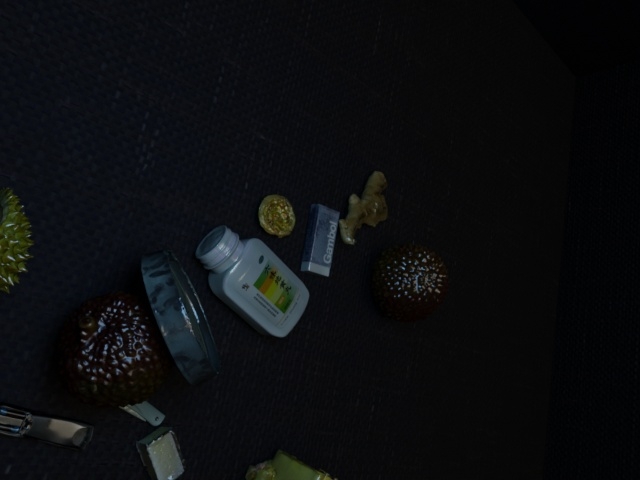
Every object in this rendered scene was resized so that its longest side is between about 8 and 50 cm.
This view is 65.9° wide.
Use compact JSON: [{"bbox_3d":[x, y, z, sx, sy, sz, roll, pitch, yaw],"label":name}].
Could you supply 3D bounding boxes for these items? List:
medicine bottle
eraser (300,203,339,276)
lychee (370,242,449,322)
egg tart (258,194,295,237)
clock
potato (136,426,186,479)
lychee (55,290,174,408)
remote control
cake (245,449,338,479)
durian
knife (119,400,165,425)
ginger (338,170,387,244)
[{"bbox_3d":[-0.181,0.105,1.311,0.324,0.124,0.179,48,59,-27],"label":"medicine bottle"},{"bbox_3d":[0.000,0.000,1.523,0.091,0.046,0.213,19,75,-39],"label":"eraser"},{"bbox_3d":[0.302,0.141,1.645,0.267,0.267,0.268,3,85,-41],"label":"lychee"},{"bbox_3d":[-0.130,-0.069,1.415,0.128,0.049,0.129,9,76,-39],"label":"egg tart"},{"bbox_3d":[-0.302,0.165,1.085,0.061,0.312,0.313,-22,104,-9],"label":"clock"},{"bbox_3d":[-0.373,0.508,1.156,0.086,0.061,0.122,-23,104,-40],"label":"potato"},{"bbox_3d":[-0.419,0.234,1.032,0.236,0.235,0.271,-58,144,-27],"label":"lychee"},{"bbox_3d":[-0.573,0.382,1.011,0.212,0.028,0.059,32,66,-35],"label":"remote control"},{"bbox_3d":[-0.062,0.705,1.304,0.286,0.227,0.223,49,59,-28],"label":"cake"},{"bbox_3d":[-0.646,0.039,0.896,0.166,0.172,0.306,39,69,-6],"label":"durian"},{"bbox_3d":[-0.429,0.380,1.139,0.162,0.023,0.044,50,56,-27],"label":"knife"},{"bbox_3d":[0.147,-0.099,1.629,0.334,0.081,0.148,-46,119,-40],"label":"ginger"}]
